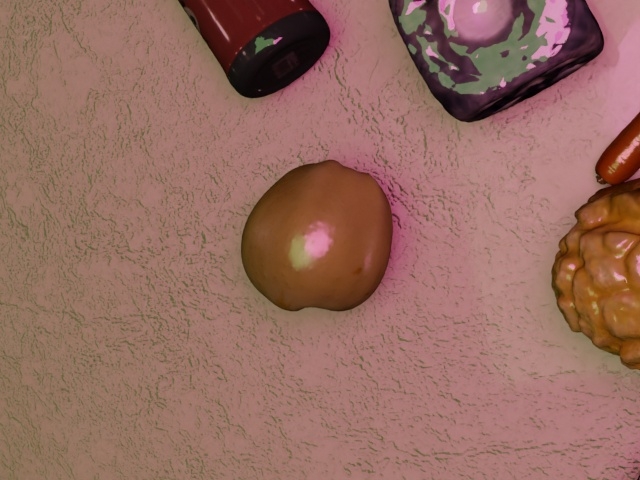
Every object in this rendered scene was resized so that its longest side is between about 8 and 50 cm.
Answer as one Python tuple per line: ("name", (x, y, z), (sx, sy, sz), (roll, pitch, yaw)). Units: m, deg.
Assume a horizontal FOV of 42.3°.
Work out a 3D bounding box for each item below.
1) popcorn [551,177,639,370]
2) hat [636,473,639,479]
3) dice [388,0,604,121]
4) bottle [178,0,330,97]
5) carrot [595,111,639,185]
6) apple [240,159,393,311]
("popcorn", (0.375, 0.016, 0.854), (0.237, 0.206, 0.251), (26, 95, 33))
("hat", (0.411, 0.301, 0.898), (0.128, 0.265, 0.265), (13, 104, 56))
("dice", (0.193, -0.245, 0.907), (0.181, 0.183, 0.182), (-26, 86, 23))
("bottle", (-0.134, -0.354, 1.060), (0.144, 0.144, 0.336), (-38, 80, 23))
("carrot", (0.389, -0.160, 0.907), (0.043, 0.043, 0.248), (40, 109, 15))
("apple", (0.000, 0.000, 1.025), (0.200, 0.200, 0.200), (3, 98, 24))
